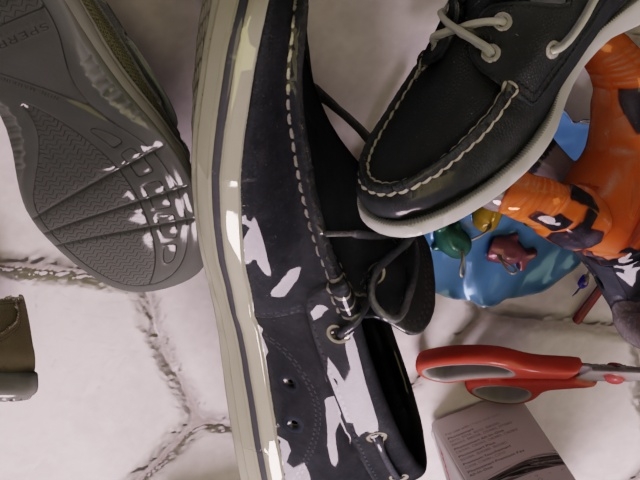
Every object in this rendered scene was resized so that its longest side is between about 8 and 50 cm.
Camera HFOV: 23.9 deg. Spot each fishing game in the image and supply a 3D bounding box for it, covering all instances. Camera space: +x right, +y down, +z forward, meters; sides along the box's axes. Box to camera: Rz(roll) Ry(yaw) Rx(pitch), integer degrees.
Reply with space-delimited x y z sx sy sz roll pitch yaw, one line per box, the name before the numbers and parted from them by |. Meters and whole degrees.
fishing game | 0.148 -0.023 1.170 0.264 0.041 0.189 22 114 -27

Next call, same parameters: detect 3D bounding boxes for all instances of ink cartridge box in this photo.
ink cartridge box | 0.175 0.244 1.241 0.085 0.203 0.148 -21 124 -5

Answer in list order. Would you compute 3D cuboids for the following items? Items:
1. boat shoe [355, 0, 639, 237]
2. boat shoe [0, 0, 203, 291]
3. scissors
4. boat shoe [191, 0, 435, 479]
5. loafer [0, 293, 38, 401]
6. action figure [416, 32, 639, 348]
boat shoe | 0.117 -0.133 0.922 0.302 0.114 0.091 -50 135 -19
boat shoe | -0.162 -0.100 1.001 0.118 0.103 0.320 -17 126 18
scissors | 0.204 0.100 1.157 0.109 0.297 0.021 31 64 -37
boat shoe | 0.000 0.000 1.046 0.156 0.187 0.500 -3 128 4
loafer | -0.322 0.058 1.070 0.251 0.094 0.087 10 83 -19
action figure | 0.239 -0.059 1.103 0.330 0.178 0.341 47 57 -27
